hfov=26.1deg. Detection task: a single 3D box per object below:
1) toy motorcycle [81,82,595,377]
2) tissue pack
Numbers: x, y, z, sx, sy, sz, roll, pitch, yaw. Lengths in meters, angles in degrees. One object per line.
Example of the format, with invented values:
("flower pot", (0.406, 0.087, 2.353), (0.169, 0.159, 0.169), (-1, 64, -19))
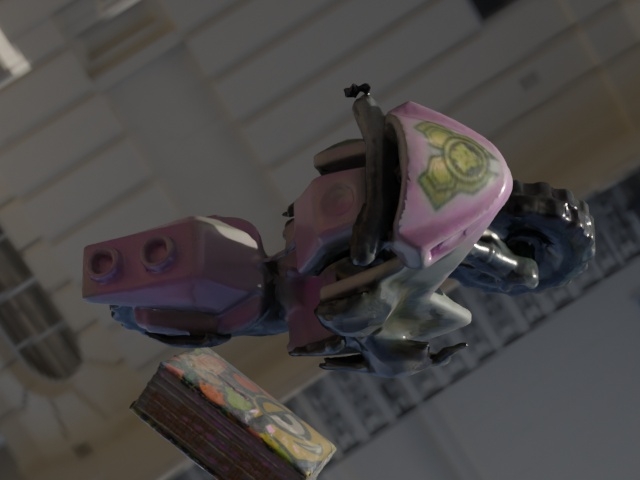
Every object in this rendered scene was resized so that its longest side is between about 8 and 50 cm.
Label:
("toy motorcycle", (0.000, 0.000, 0.862), (0.327, 0.188, 0.143), (-10, -117, 17))
("tissue pack", (-0.066, 0.149, 1.092), (0.060, 0.148, 0.108), (-54, 173, 8))
